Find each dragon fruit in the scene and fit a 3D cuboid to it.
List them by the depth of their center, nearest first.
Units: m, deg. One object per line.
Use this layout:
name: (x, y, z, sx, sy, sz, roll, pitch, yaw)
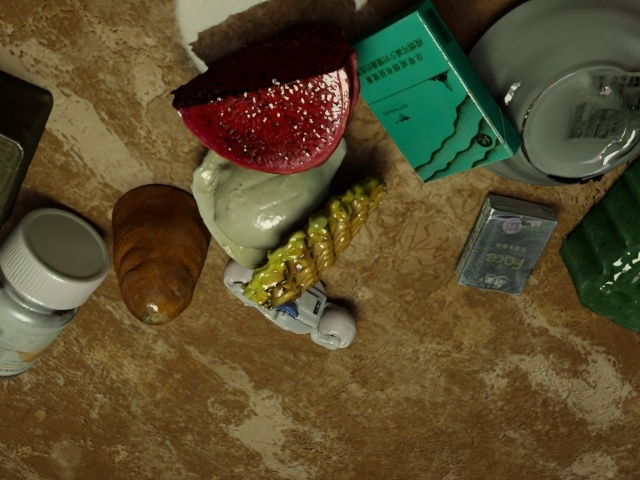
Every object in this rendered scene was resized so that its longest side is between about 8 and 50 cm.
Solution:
dragon fruit: (-0.057, -0.179, 1.028, 0.262, 0.163, 0.189, -4, 101, 24)

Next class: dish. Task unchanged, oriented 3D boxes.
dish: (0.341, -0.175, 1.062, 0.317, 0.106, 0.316, -2, 129, -2)

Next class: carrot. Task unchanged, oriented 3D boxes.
carrot: (-0.246, 0.043, 1.183, 0.159, 0.225, 0.159, -2, 130, -3)

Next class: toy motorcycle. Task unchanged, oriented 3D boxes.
toy motorcycle: (-0.054, 0.105, 1.313, 0.254, 0.112, 0.112, 33, 121, -21)

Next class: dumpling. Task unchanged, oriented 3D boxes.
dumpling: (-0.083, -0.084, 1.147, 0.179, 0.131, 0.252, 42, 110, 0)

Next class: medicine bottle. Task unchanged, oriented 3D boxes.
medicine bottle: (-0.466, 0.088, 1.251, 0.165, 0.165, 0.273, 34, 122, -23)

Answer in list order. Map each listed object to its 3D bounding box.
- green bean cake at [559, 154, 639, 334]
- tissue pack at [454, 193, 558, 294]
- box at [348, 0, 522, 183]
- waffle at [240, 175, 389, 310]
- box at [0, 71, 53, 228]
green bean cake: (0.564, 0.012, 1.175, 0.300, 0.169, 0.307, 22, 123, -15)
tissue pack: (0.290, 0.009, 1.249, 0.113, 0.051, 0.156, 11, 126, -9)
box: (0.139, -0.187, 1.043, 0.161, 0.042, 0.226, -15, 120, 50)
waffle: (0.000, 0.000, 1.158, 0.059, 0.243, 0.237, 45, 131, 12)
box: (-0.518, -0.109, 1.117, 0.184, 0.143, 0.273, 24, 125, -17)
